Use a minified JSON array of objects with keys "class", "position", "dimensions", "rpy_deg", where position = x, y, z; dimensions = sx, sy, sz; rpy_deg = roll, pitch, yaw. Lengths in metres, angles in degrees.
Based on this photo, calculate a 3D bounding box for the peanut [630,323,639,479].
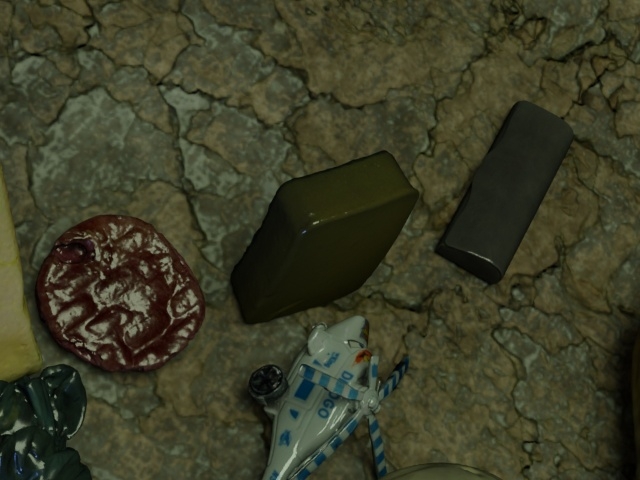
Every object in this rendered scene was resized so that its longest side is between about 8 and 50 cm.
[{"class":"peanut","position":[0.369,0.155,1.624],"dimensions":[0.158,0.174,0.340],"rpy_deg":[9,65,-24]}]

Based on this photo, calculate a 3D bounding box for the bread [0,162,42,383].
[{"class":"bread","position":[-0.313,0.031,1.369],"dimensions":[0.168,0.264,0.163],"rpy_deg":[-24,78,-21]}]

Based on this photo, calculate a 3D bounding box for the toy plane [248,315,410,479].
[{"class":"toy plane","position":[-0.022,0.186,1.531],"dimensions":[0.182,0.107,0.273],"rpy_deg":[35,76,-53]}]

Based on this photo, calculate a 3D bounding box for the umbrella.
[{"class":"umbrella","position":[-0.196,0.267,1.418],"dimensions":[0.143,0.094,0.349],"rpy_deg":[-24,83,-18]}]

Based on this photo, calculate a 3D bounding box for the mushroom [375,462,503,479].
[{"class":"mushroom","position":[0.099,0.314,1.401],"dimensions":[0.356,0.315,0.315],"rpy_deg":[17,65,-10]}]

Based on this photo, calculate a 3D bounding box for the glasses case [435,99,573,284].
[{"class":"glasses case","position":[0.184,-0.050,1.710],"dimensions":[0.072,0.042,0.190],"rpy_deg":[30,63,1]}]

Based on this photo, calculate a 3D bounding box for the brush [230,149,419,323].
[{"class":"brush","position":[0.000,0.000,1.535],"dimensions":[0.123,0.197,0.059],"rpy_deg":[-15,68,-26]}]

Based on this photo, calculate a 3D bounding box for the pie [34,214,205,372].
[{"class":"pie","position":[-0.179,0.049,1.538],"dimensions":[0.153,0.038,0.153],"rpy_deg":[7,71,-20]}]
